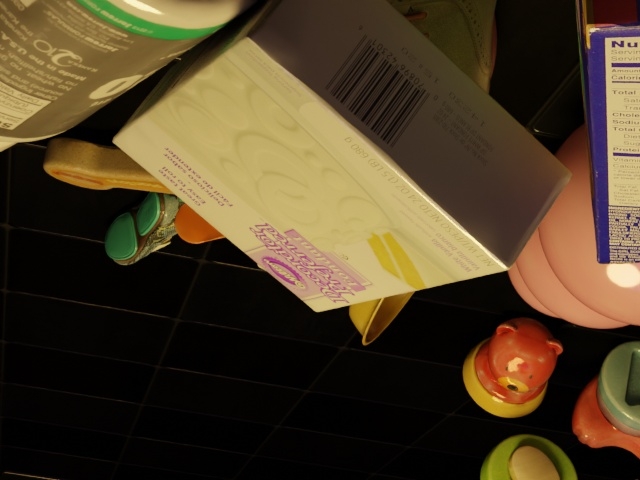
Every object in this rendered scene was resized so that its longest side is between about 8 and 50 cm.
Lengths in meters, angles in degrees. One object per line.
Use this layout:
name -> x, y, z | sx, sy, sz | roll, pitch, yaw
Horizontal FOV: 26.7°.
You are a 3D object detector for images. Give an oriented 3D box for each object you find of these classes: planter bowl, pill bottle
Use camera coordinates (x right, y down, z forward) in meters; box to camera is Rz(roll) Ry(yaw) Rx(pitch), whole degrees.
planter bowl -> 0.073, -0.003, 1.428 | 0.090, 0.217, 0.217 | 35, 160, 11
pill bottle -> -0.203, -0.191, 0.984 | 0.204, 0.204, 0.361 | 22, 153, -32

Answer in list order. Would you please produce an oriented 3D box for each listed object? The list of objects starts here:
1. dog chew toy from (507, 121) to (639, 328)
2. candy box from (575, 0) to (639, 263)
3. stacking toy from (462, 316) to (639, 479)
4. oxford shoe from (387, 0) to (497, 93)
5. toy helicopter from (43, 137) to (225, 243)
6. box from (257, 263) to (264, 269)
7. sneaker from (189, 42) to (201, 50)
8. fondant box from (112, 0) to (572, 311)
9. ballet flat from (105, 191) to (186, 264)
dog chew toy -> 0.282, -0.006, 1.321 | 0.206, 0.207, 0.332 | 11, 165, -11
candy box -> 0.221, -0.164, 0.854 | 0.122, 0.268, 0.317 | -3, 155, 11
stacking toy -> 0.352, 0.241, 1.791 | 0.309, 0.280, 0.130 | 10, 146, -6
oxford shoe -> 0.075, -0.167, 1.039 | 0.140, 0.147, 0.397 | 0, 156, 16
toy helicopter -> -0.127, -0.067, 1.407 | 0.355, 0.140, 0.235 | 7, 169, 27
box -> 0.000, 0.000, 1.530 | 0.102, 0.087, 0.101 | -12, 151, 38
sneaker -> -0.092, -0.195, 1.123 | 0.190, 0.071, 0.083 | 11, 151, -12
fondant box -> 0.000, -0.064, 1.027 | 0.238, 0.096, 0.330 | 41, 160, -13
ballet flat -> -0.194, -0.015, 1.585 | 0.070, 0.070, 0.188 | 17, 158, -24
